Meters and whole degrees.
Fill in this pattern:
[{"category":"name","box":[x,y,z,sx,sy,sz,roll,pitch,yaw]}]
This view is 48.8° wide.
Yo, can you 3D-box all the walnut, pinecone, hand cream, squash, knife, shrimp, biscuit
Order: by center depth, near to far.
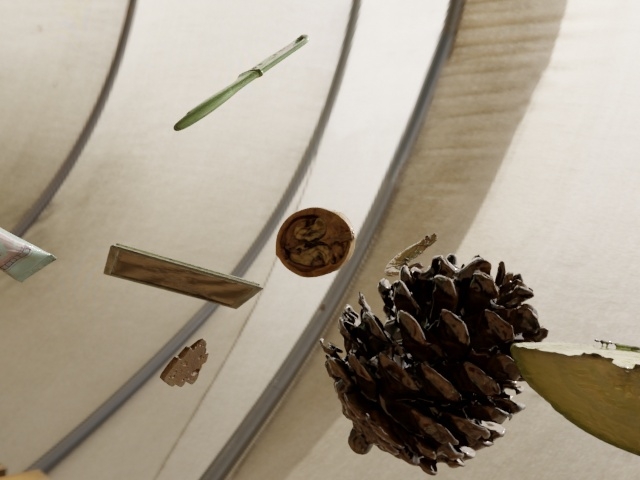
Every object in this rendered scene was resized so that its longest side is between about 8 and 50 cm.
[{"category":"squash","box":[0.312,0.112,0.624,0.236,0.204,0.155,12,-126,28]},{"category":"knife","box":[-0.084,-0.177,0.778,0.030,0.207,0.014,14,-43,50]},{"category":"pinecone","box":[0.123,0.133,0.782,0.272,0.224,0.224,-46,-122,9]},{"category":"walnut","box":[0.000,0.000,0.942,0.121,0.052,0.091,-12,-89,29]},{"category":"shrimp","box":[0.158,0.028,1.166,0.023,0.114,0.083,57,-7,-17]},{"category":"hand cream","box":[-0.596,-0.011,1.232,0.085,0.331,0.058,-37,-117,-1]},{"category":"biscuit","box":[-0.281,0.257,1.454,0.019,0.130,0.120,29,-65,26]}]

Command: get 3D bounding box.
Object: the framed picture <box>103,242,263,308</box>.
[{"category":"framed picture","box":[-0.279,0.073,1.409,0.232,0.296,0.019,144,-40,-64]}]
